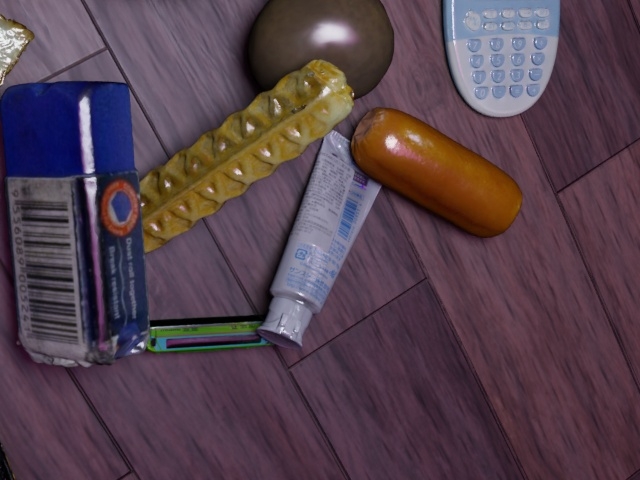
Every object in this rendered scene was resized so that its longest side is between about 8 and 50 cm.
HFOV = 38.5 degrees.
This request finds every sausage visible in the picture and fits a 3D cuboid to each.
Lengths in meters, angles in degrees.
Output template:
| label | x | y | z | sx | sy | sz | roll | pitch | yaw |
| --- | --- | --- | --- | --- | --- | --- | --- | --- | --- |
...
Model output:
| label | x | y | z | sx | sy | sz | roll | pitch | yaw |
| --- | --- | --- | --- | --- | --- | --- | --- | --- | --- |
| sausage | 0.166 | -0.094 | 1.288 | 0.274 | 0.105 | 0.105 | 28 | 86 | -22 |

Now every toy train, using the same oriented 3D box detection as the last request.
| label | x | y | z | sx | sy | sz | roll | pitch | yaw |
| --- | --- | --- | --- | --- | --- | --- | --- | --- | --- |
| toy train | -0.165 | 0.127 | 1.217 | 0.209 | 0.044 | 0.042 | -1 | 97 | -21 |

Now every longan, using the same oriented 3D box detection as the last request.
| label | x | y | z | sx | sy | sz | roll | pitch | yaw |
| --- | --- | --- | --- | --- | --- | --- | --- | --- | --- |
| longan | -0.001 | -0.252 | 1.168 | 0.189 | 0.189 | 0.189 | -3 | 97 | -21 |

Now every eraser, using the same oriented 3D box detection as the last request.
| label | x | y | z | sx | sy | sz | roll | pitch | yaw |
| --- | --- | --- | --- | --- | --- | --- | --- | --- | --- |
| eraser | -0.294 | -0.019 | 1.090 | 0.101 | 0.155 | 0.332 | -15 | 105 | -59 |

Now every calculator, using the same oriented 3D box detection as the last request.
| label | x | y | z | sx | sy | sz | roll | pitch | yaw |
| --- | --- | --- | --- | --- | --- | --- | --- | --- | --- |
| calculator | 0.262 | -0.331 | 1.327 | 0.188 | 0.042 | 0.303 | -6 | 99 | -19 |

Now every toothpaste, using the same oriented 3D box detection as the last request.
| label | x | y | z | sx | sy | sz | roll | pitch | yaw |
| --- | --- | --- | --- | --- | --- | --- | --- | --- | --- |
| toothpaste | 0.000 | 0.000 | 1.242 | 0.114 | 0.073 | 0.299 | 31 | 68 | -22 |

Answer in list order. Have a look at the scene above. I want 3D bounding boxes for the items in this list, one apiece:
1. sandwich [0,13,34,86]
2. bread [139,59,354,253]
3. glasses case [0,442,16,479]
| label | x | y | z | sx | sy | sz | roll | pitch | yaw |
| --- | --- | --- | --- | --- | --- | --- | --- | --- | --- |
| sandwich | -0.483 | -0.184 | 1.033 | 0.226 | 0.087 | 0.251 | 29 | 86 | -34 |
| bread | -0.119 | -0.095 | 1.120 | 0.367 | 0.077 | 0.084 | -33 | 123 | 14 |
| glasses case | -0.456 | 0.237 | 1.099 | 0.122 | 0.082 | 0.321 | -21 | 105 | -16 |
